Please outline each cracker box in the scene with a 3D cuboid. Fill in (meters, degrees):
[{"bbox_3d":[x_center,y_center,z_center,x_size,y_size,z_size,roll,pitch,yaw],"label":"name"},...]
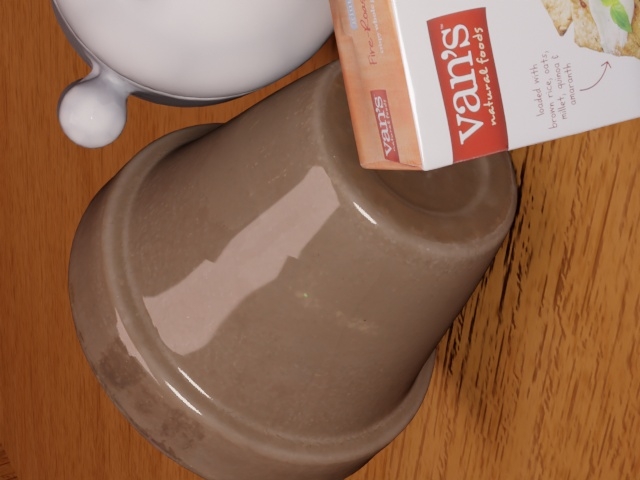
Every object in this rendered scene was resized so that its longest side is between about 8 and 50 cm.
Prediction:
[{"bbox_3d":[0.116,-0.130,0.804,0.067,0.232,0.155,10,113,66],"label":"cracker box"}]

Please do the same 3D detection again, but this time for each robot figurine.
[{"bbox_3d":[-0.081,-0.191,1.219,0.300,0.200,0.353,-60,7,-1],"label":"robot figurine"}]

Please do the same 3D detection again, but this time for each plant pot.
[{"bbox_3d":[0.000,0.000,1.184,0.229,0.263,0.263,-45,61,46],"label":"plant pot"}]
